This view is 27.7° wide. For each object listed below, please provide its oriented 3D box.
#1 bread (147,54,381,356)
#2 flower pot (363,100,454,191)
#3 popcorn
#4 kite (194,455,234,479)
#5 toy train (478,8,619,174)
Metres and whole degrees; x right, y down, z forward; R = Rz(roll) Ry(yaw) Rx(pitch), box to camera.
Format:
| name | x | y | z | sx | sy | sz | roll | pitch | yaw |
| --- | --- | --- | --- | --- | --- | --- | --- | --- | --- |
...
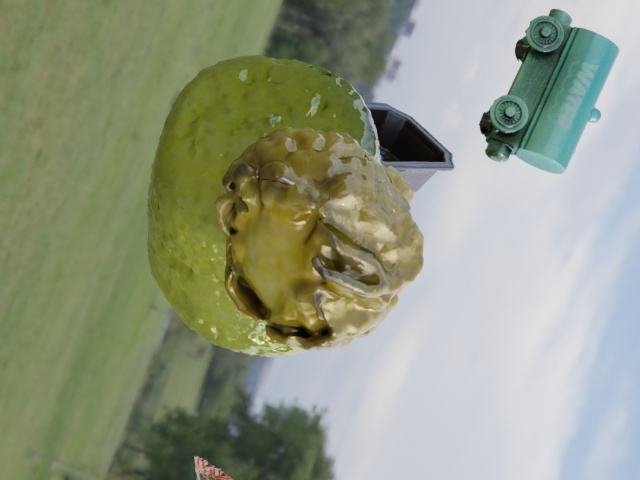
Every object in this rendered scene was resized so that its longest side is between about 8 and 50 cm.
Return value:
| name | x | y | z | sx | sy | sz | roll | pitch | yaw |
| --- | --- | --- | --- | --- | --- | --- | --- | --- | --- |
| bread | -0.065 | -0.047 | 1.709 | 0.308 | 0.348 | 0.348 | 94 | 13 | -61 |
| flower pot | 0.087 | -0.139 | 2.067 | 0.251 | 0.179 | 0.084 | -4 | 133 | -50 |
| popcorn | 0.000 | 0.000 | 1.404 | 0.190 | 0.250 | 0.250 | -51 | 167 | -52 |
| kite | -0.125 | 0.336 | 1.723 | 0.125 | 0.222 | 0.008 | -14 | -133 | 45 |
| toy train | 0.335 | -0.212 | 1.890 | 0.248 | 0.159 | 0.101 | -63 | 174 | -10 |
